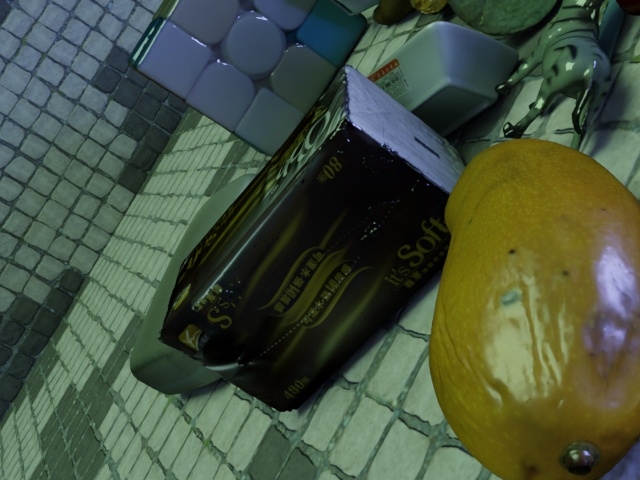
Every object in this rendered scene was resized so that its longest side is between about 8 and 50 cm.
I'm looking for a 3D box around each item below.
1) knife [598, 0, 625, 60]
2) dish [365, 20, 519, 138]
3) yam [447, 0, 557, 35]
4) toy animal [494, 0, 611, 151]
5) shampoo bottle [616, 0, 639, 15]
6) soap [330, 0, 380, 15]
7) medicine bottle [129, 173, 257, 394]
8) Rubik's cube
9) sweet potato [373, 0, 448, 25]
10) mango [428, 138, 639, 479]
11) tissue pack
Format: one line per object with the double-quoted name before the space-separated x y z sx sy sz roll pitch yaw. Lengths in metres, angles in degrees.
"knife" 0.332 -0.285 0.861 0.313 0.019 0.044 -66 15 -19
"dish" 0.128 -0.170 1.000 0.234 0.154 0.064 -33 58 47
"yam" 0.236 -0.412 1.049 0.168 0.168 0.304 -42 25 35
"toy animal" 0.249 -0.189 0.793 0.217 0.073 0.176 -88 19 -49
"shampoo bottle" 0.371 -0.255 0.672 0.102 0.064 0.260 -61 22 -3
"soap" 0.154 -0.622 1.402 0.446 0.156 0.261 -35 51 30
"medicine bottle" -0.187 0.071 1.342 0.282 0.123 0.375 -29 36 53
"Rubik's cube" -0.169 -0.416 1.662 0.347 0.346 0.344 -56 22 2
"sweet potato" 0.149 -0.419 1.336 0.112 0.085 0.285 -64 22 -3
"mango" 0.169 0.031 0.615 0.187 0.144 0.359 -37 27 36
"tissue pack" 0.000 0.000 0.943 0.370 0.210 0.198 -48 16 24
